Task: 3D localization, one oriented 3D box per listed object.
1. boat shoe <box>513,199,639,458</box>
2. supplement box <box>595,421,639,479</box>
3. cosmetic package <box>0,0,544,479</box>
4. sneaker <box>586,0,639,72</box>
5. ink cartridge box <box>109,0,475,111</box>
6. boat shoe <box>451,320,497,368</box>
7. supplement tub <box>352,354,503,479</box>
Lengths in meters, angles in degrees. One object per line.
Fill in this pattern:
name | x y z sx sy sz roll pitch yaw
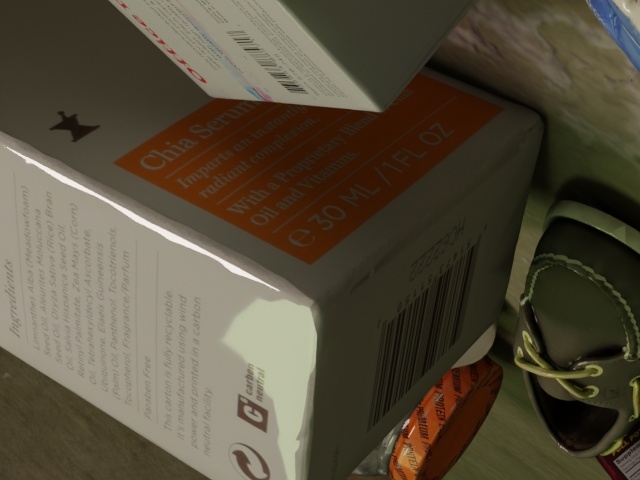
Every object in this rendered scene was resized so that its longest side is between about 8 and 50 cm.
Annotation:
boat shoe | 0.184 0.073 0.797 0.109 0.091 0.305 32 167 26
supplement box | 0.316 0.236 0.914 0.130 0.073 0.239 49 -177 -43
cosmetic package | -0.124 -0.051 0.722 0.453 0.230 0.161 26 131 25
sneaker | 0.205 -0.003 0.353 0.330 0.130 0.147 38 165 1
ink cartridge box | -0.019 -0.143 0.491 0.128 0.127 0.176 43 167 -26
boat shoe | 0.000 0.000 1.075 0.340 0.158 0.127 18 127 -3
supplement tub | 0.014 0.106 1.191 0.316 0.193 0.193 34 168 22
